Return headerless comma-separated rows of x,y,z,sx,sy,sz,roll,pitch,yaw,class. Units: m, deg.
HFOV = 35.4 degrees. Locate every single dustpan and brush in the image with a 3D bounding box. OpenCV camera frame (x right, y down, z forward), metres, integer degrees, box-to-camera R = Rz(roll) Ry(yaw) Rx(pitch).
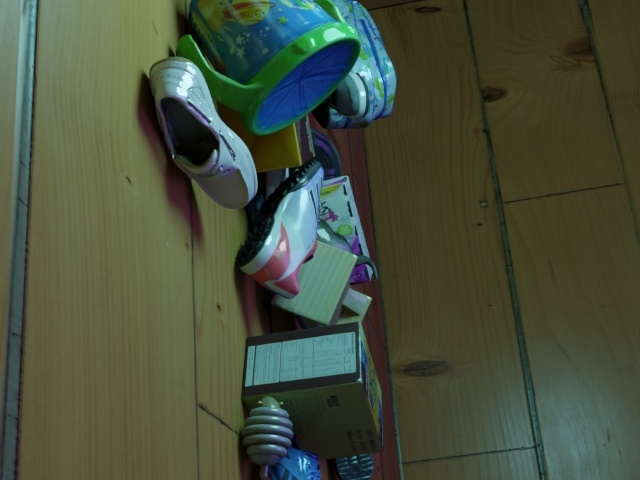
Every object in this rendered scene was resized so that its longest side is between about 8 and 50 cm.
-0.076,-0.168,2.013,0.147,0.060,0.211,-87,179,-55,dustpan and brush

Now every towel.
-0.114,-0.028,1.898,0.067,0.029,0.119,-73,152,-69,towel

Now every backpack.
0.051,-0.434,2.520,0.355,0.273,0.290,-88,-173,-51,backpack

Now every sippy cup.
-0.091,-0.328,1.631,0.224,0.240,0.305,50,10,11,sippy cup

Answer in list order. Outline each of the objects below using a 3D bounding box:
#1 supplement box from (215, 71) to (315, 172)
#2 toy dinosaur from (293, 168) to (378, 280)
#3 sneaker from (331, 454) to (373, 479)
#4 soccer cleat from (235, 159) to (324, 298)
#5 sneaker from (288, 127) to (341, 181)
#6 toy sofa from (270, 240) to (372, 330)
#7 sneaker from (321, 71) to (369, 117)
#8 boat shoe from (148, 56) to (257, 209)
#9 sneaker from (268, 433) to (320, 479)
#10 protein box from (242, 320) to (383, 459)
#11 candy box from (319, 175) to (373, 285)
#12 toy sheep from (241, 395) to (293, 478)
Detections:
-0.100,-0.229,1.858,0.194,0.129,0.191,-53,134,-78,supplement box
0.000,0.000,2.071,0.313,0.121,0.160,52,-1,-16,toy dinosaur
0.056,0.424,2.375,0.131,0.112,0.319,107,-19,-70,sneaker
-0.048,-0.025,1.818,0.116,0.109,0.318,44,39,-16,soccer cleat
-0.005,-0.104,2.367,0.139,0.125,0.340,-83,161,-55,sneaker
-0.016,0.111,2.003,0.362,0.177,0.150,68,45,-72,toy sofa
-0.027,-0.343,2.241,0.295,0.178,0.123,39,-47,54,sneaker
-0.172,-0.128,1.432,0.096,0.098,0.277,-90,158,-43,boat shoe
-0.029,0.380,1.596,0.069,0.082,0.209,56,-6,-35,sneaker
-0.009,0.264,1.717,0.136,0.201,0.199,-89,167,-47,protein box
0.011,-0.010,2.204,0.071,0.159,0.233,-64,139,-71,candy box
-0.084,0.310,1.581,0.091,0.091,0.132,63,23,-64,toy sheep
